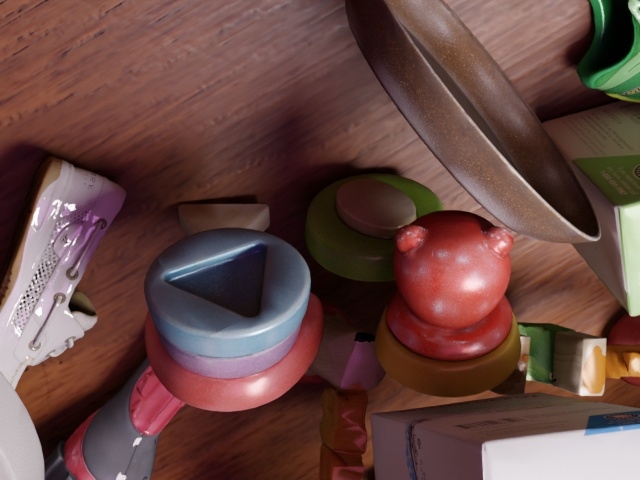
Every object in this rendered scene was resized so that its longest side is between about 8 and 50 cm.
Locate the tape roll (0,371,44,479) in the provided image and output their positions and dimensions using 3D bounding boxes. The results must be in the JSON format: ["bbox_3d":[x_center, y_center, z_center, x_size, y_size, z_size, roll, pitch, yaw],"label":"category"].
[{"bbox_3d":[-0.445,0.208,1.150,0.392,0.072,0.392,3,121,5],"label":"tape roll"}]

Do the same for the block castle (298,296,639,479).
[{"bbox_3d":[0.171,0.214,1.247,0.454,0.213,0.302,2,93,-18],"label":"block castle"}]

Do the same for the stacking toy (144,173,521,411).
[{"bbox_3d":[0.000,0.000,1.075,0.309,0.279,0.130,-6,129,-5],"label":"stacking toy"}]

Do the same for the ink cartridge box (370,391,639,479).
[{"bbox_3d":[0.161,0.217,1.005,0.171,0.233,0.168,-4,89,-17],"label":"ink cartridge box"}]

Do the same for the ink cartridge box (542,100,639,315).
[{"bbox_3d":[0.406,-0.070,1.173,0.354,0.207,0.119,-16,118,-3],"label":"ink cartridge box"}]

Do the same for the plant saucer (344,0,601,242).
[{"bbox_3d":[0.115,-0.113,1.041,0.050,0.310,0.310,-38,117,17],"label":"plant saucer"}]

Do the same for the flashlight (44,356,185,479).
[{"bbox_3d":[-0.147,0.148,1.216,0.103,0.103,0.304,45,108,12],"label":"flashlight"}]

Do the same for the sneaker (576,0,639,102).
[{"bbox_3d":[0.290,-0.257,1.117,0.124,0.109,0.295,-3,116,-14],"label":"sneaker"}]

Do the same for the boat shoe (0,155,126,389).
[{"bbox_3d":[-0.250,0.064,1.164,0.096,0.098,0.277,18,109,-18],"label":"boat shoe"}]
